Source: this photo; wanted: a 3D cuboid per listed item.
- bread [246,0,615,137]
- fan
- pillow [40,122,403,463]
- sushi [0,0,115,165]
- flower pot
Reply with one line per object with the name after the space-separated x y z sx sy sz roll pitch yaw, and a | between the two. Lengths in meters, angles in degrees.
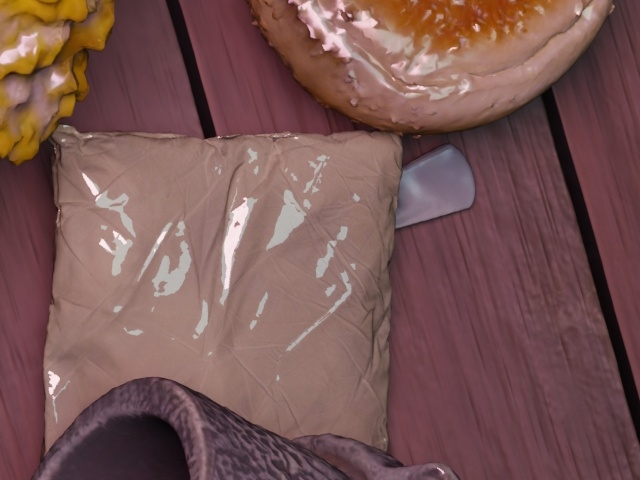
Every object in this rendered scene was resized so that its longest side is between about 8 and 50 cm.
0.076 -0.221 1.406 0.305 0.159 0.306 3 79 -17 | bread
0.000 0.000 1.445 0.282 0.023 0.057 -25 103 -18 | fan
-0.069 0.053 1.368 0.280 0.076 0.274 0 100 -23 | pillow
-0.276 -0.229 1.177 0.351 0.397 0.240 8 127 -16 | sushi
-0.035 0.244 1.249 0.282 0.299 0.299 32 77 -32 | flower pot
